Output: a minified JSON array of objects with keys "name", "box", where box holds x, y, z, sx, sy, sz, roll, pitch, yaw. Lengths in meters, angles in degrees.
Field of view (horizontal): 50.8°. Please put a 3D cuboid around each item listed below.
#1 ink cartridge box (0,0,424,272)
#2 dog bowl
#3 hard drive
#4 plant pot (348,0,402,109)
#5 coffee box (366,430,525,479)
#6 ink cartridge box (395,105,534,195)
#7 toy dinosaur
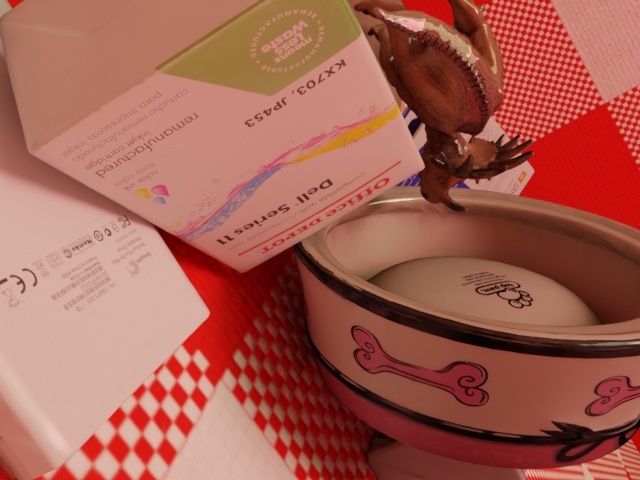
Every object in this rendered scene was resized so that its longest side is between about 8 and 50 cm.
[{"name":"ink cartridge box","box":[-0.044,-0.091,0.547,0.119,0.207,0.353,64,10,24]},{"name":"dog bowl","box":[0.167,0.069,0.697,0.408,0.407,0.150,-53,151,-67]},{"name":"hard drive","box":[-0.201,-0.037,0.421,0.308,0.040,0.203,58,21,-8]},{"name":"plant pot","box":[-0.035,-0.254,0.776,0.323,0.323,0.280,-57,134,-66]},{"name":"coffee box","box":[0.158,0.207,0.798,0.098,0.141,0.246,59,20,-3]},{"name":"ink cartridge box","box":[0.181,-0.105,0.961,0.069,0.176,0.371,36,5,36]},{"name":"toy dinosaur","box":[0.127,-0.136,0.633,0.295,0.127,0.200,9,64,-78]}]
